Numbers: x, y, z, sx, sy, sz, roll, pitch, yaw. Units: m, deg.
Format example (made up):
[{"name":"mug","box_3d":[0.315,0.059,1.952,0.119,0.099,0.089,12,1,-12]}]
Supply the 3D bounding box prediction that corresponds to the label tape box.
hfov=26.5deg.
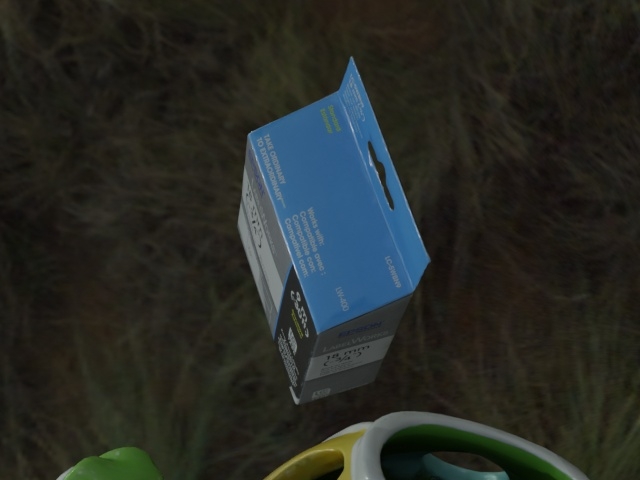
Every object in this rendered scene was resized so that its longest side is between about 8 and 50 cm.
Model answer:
[{"name":"label tape box","box_3d":[0.000,0.000,1.433,0.106,0.334,0.241,-14,67,-13]}]

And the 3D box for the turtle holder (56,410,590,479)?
[{"name":"turtle holder","box_3d":[0.023,0.204,0.742,0.320,0.243,0.227,29,118,20]}]
